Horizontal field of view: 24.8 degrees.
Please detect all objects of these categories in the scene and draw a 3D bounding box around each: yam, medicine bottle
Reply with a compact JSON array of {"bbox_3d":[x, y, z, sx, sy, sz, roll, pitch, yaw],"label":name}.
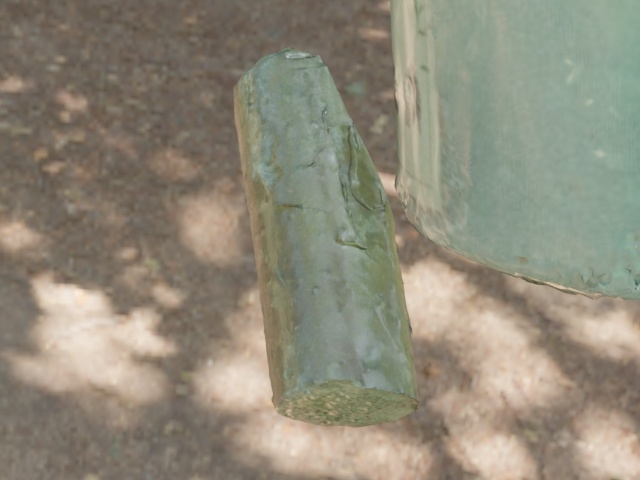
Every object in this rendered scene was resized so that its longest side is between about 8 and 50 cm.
[{"bbox_3d":[0.000,0.000,0.982,0.106,0.106,0.259,0,62,-14],"label":"yam"},{"bbox_3d":[0.139,-0.149,0.465,0.245,0.290,0.245,-3,17,1],"label":"medicine bottle"}]
